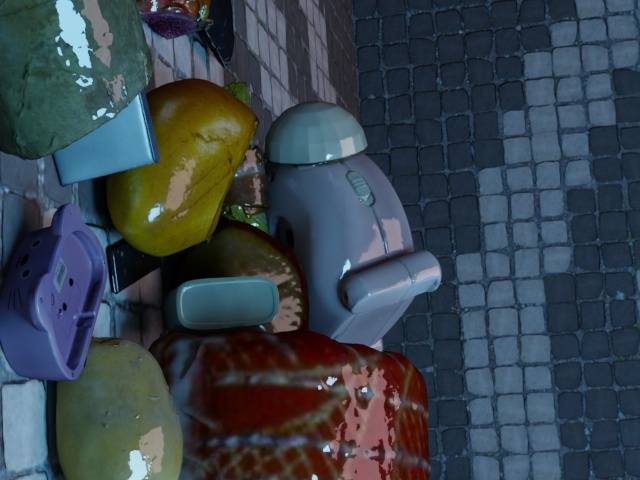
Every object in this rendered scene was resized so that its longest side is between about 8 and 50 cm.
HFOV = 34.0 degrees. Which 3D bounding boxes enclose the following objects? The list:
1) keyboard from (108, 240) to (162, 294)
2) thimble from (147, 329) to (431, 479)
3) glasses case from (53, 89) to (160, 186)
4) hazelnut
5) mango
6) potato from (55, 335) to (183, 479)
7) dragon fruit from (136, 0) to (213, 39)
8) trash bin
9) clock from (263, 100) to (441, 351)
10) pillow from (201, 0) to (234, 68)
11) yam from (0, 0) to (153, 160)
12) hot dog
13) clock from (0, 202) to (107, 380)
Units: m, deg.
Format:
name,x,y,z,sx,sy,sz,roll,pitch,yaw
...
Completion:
name,x,y,z,sx,sy,sz,roll,pitch,yaw
keyboard,-0.213,0.022,1.213,0.155,0.010,0.053,-43,128,-77
thimble,-0.043,0.238,1.163,0.350,0.350,0.230,58,32,-67
glasses case,-0.237,-0.194,1.019,0.056,0.105,0.266,-131,-152,-62
hazelnut,-0.105,0.080,1.369,0.181,0.181,0.212,-9,80,-43
mango,-0.168,-0.081,1.187,0.257,0.138,0.187,-53,155,-69
potato,-0.193,0.172,0.993,0.109,0.118,0.178,-49,-129,55
dragon fruit,-0.179,-0.315,1.335,0.147,0.096,0.102,32,57,-74
trash bin,-0.114,0.075,1.186,0.130,0.116,0.059,151,-66,-74
clock,0.000,0.000,1.524,0.342,0.184,0.325,-53,-126,49
pillow,-0.163,-0.350,1.514,0.208,0.055,0.141,65,21,-77
yam,-0.234,-0.216,0.844,0.161,0.161,0.268,-78,158,-57
hot dog,-0.129,-0.085,1.458,0.123,0.093,0.261,-1,-80,62
clock,-0.243,0.045,0.939,0.152,0.050,0.110,-85,165,-44
